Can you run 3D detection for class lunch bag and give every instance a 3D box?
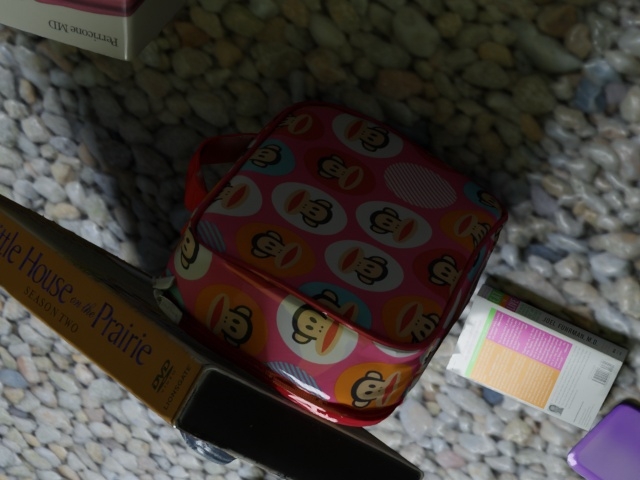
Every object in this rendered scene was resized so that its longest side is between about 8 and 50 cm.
[{"bbox_3d":[0.000,0.000,1.494,0.258,0.293,0.120,30,125,7],"label":"lunch bag"}]

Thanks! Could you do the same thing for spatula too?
[{"bbox_3d":[0.331,0.144,1.614,0.084,0.030,0.296,36,136,-3],"label":"spatula"}]

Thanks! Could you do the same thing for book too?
[{"bbox_3d":[0.198,0.107,1.662,0.144,0.035,0.096,26,133,9],"label":"book"}]

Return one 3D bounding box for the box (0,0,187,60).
[{"bbox_3d":[-0.192,-0.287,1.478,0.148,0.127,0.232,17,134,17],"label":"box"}]

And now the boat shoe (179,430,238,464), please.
[{"bbox_3d":[-0.133,0.164,1.883,0.183,0.065,0.083,47,134,-15],"label":"boat shoe"}]

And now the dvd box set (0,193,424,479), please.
[{"bbox_3d":[-0.139,0.089,1.593,0.420,0.062,0.307,32,180,42],"label":"dvd box set"}]
